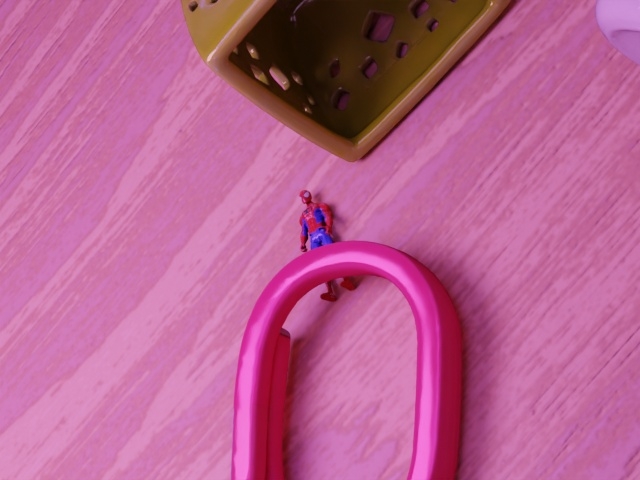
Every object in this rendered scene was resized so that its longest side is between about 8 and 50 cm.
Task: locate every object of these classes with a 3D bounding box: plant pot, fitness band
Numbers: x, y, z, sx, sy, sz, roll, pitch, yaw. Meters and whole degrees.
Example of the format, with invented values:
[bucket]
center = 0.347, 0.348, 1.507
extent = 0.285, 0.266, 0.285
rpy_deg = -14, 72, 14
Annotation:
[plant pot]
center = -0.001, -0.247, 1.644
extent = 0.228, 0.227, 0.207
rpy_deg = -45, 46, 13
[fitness band]
center = 0.024, 0.144, 1.563
extent = 0.209, 0.054, 0.291
rpy_deg = -6, 72, 29

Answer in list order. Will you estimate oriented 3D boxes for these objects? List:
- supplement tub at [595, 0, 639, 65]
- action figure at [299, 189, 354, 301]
[supplement tub]
center = 0.352, -0.253, 1.407
extent = 0.191, 0.191, 0.272
rpy_deg = 24, 87, 39
[action figure]
center = 0.000, 0.000, 1.663
extent = 0.038, 0.030, 0.115
rpy_deg = -36, 52, 25
